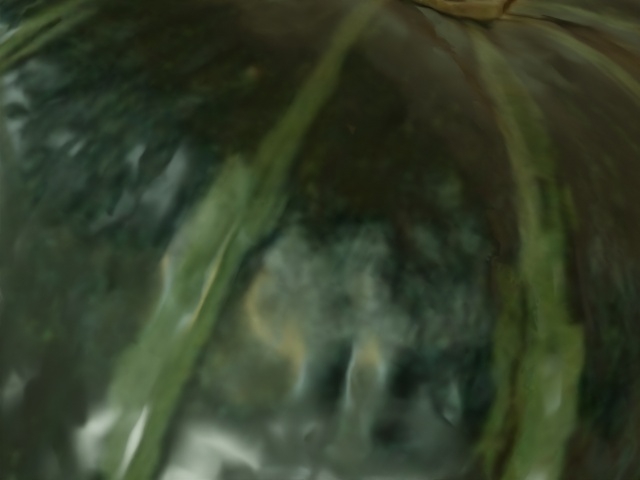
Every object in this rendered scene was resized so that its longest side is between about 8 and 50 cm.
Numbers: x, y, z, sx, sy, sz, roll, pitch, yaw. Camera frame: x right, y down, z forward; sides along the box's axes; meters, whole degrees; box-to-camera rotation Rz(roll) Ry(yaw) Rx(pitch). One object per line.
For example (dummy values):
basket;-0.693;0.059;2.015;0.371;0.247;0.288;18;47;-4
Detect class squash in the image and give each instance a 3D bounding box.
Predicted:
squash;0.000;0.000;0.478;0.252;0.252;0.165;53;135;40
